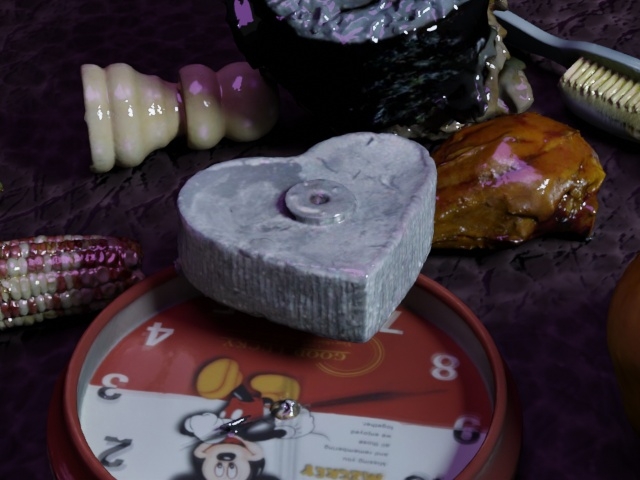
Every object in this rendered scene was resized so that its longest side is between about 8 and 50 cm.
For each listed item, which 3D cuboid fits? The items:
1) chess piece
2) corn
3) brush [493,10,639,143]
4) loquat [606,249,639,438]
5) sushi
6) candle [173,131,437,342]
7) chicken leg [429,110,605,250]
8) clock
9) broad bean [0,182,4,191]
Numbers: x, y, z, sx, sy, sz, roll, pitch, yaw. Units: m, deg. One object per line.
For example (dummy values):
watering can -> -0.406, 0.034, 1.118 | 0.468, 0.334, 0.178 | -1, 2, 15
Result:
chess piece -> -0.119, -0.110, 1.328 | 0.170, 0.094, 0.094 | -5, 38, -10
corn -> -0.251, 0.038, 1.172 | 0.237, 0.079, 0.079 | -7, 39, -6
brush -> 0.216, -0.140, 1.327 | 0.060, 0.068, 0.297 | -46, 45, -10
loquat -> 0.291, 0.062, 0.949 | 0.238, 0.193, 0.238 | -13, 22, 5
sushi -> 0.052, -0.179, 1.290 | 0.225, 0.219, 0.239 | -10, 63, 10
candle -> 0.000, 0.000, 1.063 | 0.192, 0.068, 0.168 | -15, 41, -14
chicken leg -> 0.072, -0.022, 1.184 | 0.304, 0.093, 0.113 | -17, 53, -4
clock -> -0.024, 0.118, 1.028 | 0.318, 0.080, 0.318 | 1, 37, -1
broad bean -> -0.373, -0.008, 1.274 | 0.226, 0.039, 0.069 | -13, 34, -6
